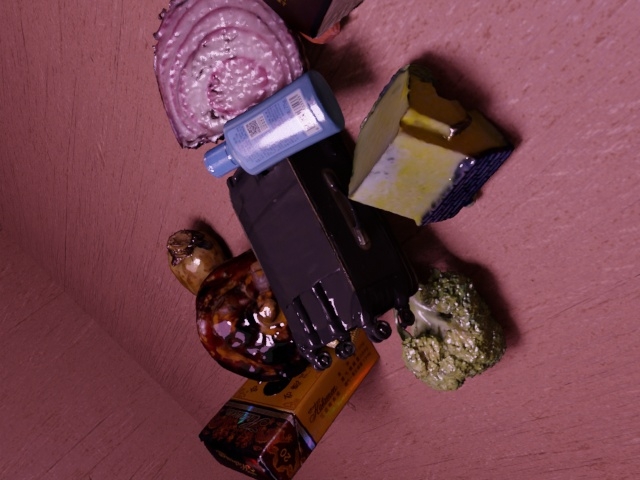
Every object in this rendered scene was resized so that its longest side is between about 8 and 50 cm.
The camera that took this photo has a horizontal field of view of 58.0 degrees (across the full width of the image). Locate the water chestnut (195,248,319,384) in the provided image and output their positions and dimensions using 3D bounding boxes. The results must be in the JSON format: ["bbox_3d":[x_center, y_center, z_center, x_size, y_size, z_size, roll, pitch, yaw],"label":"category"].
[{"bbox_3d":[-0.126,0.167,1.394,0.335,0.347,0.335,1,102,4],"label":"water chestnut"}]

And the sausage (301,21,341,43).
[{"bbox_3d":[-0.039,-0.393,0.898,0.194,0.077,0.077,53,145,-7],"label":"sausage"}]

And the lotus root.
[{"bbox_3d":[-0.330,0.073,1.611,0.169,0.141,0.314,25,150,32],"label":"lotus root"}]

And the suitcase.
[{"bbox_3d":[0.000,0.000,1.085,0.434,0.194,0.283,61,144,10],"label":"suitcase"}]

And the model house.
[{"bbox_3d":[0.180,-0.140,0.904,0.211,0.170,0.194,20,139,-12],"label":"model house"}]

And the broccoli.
[{"bbox_3d":[0.206,0.157,1.101,0.302,0.186,0.254,45,153,-7],"label":"broccoli"}]

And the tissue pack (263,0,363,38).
[{"bbox_3d":[-0.074,-0.466,0.733,0.370,0.198,0.210,42,150,-1],"label":"tissue pack"}]

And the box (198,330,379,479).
[{"bbox_3d":[-0.072,0.381,1.410,0.264,0.415,0.116,-4,122,48],"label":"box"}]

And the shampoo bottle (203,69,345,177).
[{"bbox_3d":[-0.089,-0.175,0.948,0.258,0.061,0.104,-22,105,32],"label":"shampoo bottle"}]

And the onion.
[{"bbox_3d":[-0.141,-0.320,1.027,0.314,0.146,0.280,-3,102,30],"label":"onion"}]

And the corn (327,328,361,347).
[{"bbox_3d":[0.061,0.161,1.264,0.063,0.165,0.085,2,158,35],"label":"corn"}]
